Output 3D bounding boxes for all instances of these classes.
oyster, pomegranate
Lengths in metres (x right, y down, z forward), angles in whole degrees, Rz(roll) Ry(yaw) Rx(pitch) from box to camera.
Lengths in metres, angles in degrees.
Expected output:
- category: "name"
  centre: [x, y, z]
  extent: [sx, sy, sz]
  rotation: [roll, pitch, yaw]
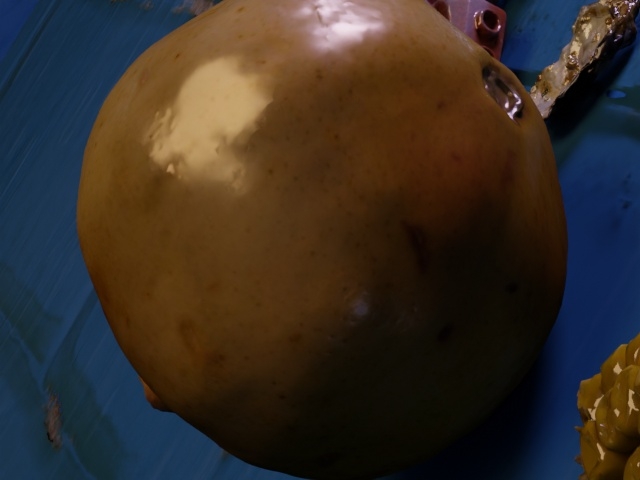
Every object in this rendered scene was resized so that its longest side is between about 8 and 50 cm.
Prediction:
- category: "oyster"
  centre: [0.130, -0.088, 0.978]
  extent: [0.083, 0.019, 0.054]
  rotation: [-53, 19, 21]
- category: "pomegranate"
  centre: [0.005, -0.005, 0.873]
  extent: [0.233, 0.233, 0.233]
  rotation: [-48, 22, 27]

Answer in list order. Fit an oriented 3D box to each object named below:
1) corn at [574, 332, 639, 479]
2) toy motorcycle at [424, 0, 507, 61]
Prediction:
- category: "corn"
  centre: [0.184, 0.040, 0.515]
  extent: [0.322, 0.119, 0.119]
  rotation: [-33, 32, 49]
- category: "toy motorcycle"
  centre: [0.087, -0.162, 1.101]
  extent: [0.118, 0.084, 0.212]
  rotation: [-31, 41, 50]
